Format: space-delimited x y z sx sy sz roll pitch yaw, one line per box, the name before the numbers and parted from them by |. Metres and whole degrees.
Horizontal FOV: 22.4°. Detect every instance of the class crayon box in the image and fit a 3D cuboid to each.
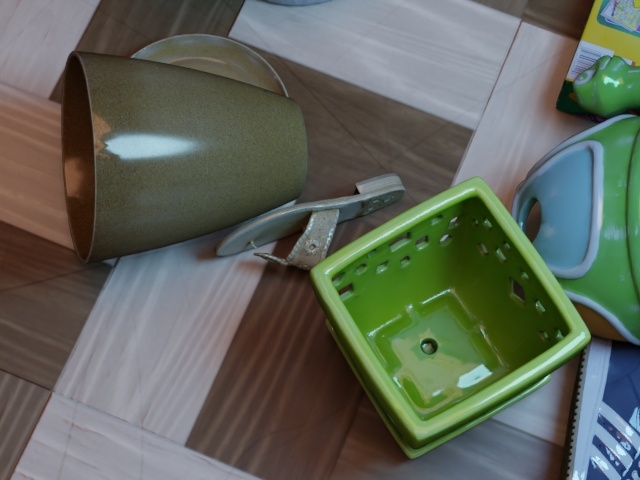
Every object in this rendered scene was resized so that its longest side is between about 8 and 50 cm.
crayon box | 0.415 -0.268 2.001 0.165 0.081 0.278 20 70 6

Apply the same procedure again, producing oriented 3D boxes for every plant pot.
plant pot | -0.152 -0.140 1.970 0.236 0.032 0.236 0 70 0
plant pot | 0.134 0.101 1.791 0.227 0.207 0.228 -29 73 -11
plant pot | -0.151 -0.097 1.835 0.254 0.237 0.237 -2 69 -17

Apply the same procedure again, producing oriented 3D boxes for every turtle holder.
turtle holder | 0.333 -0.044 1.817 0.227 0.243 0.320 -4 99 32

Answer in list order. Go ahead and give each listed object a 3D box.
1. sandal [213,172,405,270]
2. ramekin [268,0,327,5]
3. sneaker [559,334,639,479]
sandal | 0.001 -0.002 1.894 0.240 0.088 0.079 -21 74 -15
ramekin | -0.028 -0.430 2.027 0.277 0.135 0.277 0 70 0
sneaker | 0.348 0.244 1.798 0.153 0.099 0.282 11 67 5
